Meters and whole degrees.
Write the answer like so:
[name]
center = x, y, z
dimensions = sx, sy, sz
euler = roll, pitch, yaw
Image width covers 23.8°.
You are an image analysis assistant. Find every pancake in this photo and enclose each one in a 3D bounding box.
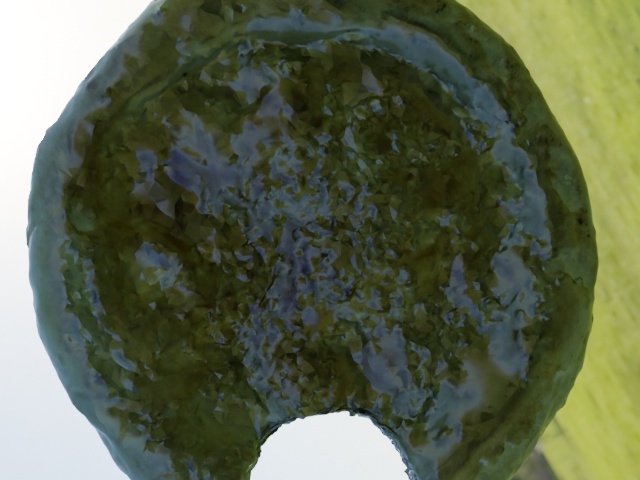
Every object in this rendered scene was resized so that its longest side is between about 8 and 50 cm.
[pancake]
center = 0.000, 0.000, 0.632
dimensions = 0.253, 0.253, 0.037
euler = 60, 172, -4
